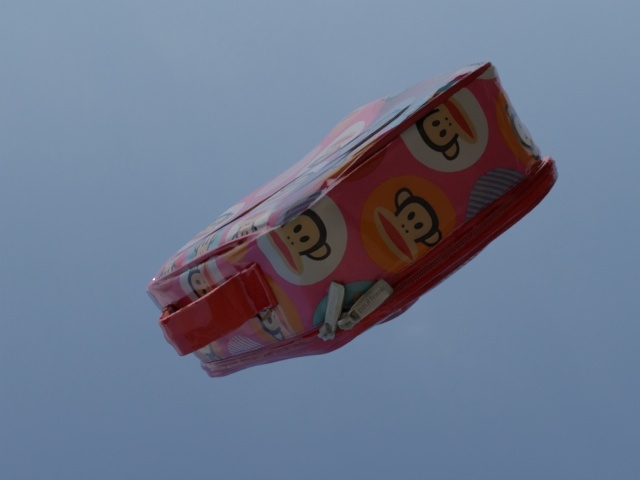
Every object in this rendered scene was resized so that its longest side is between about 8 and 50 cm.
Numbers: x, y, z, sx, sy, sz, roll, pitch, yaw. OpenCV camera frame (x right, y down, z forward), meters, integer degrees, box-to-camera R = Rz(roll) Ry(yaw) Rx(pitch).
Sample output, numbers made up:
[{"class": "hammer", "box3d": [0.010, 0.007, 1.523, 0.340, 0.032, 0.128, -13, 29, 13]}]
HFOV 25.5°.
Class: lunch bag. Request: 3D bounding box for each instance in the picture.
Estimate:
[{"class": "lunch bag", "box3d": [0.000, 0.000, 0.994, 0.258, 0.293, 0.120, -36, -83, -26]}]
